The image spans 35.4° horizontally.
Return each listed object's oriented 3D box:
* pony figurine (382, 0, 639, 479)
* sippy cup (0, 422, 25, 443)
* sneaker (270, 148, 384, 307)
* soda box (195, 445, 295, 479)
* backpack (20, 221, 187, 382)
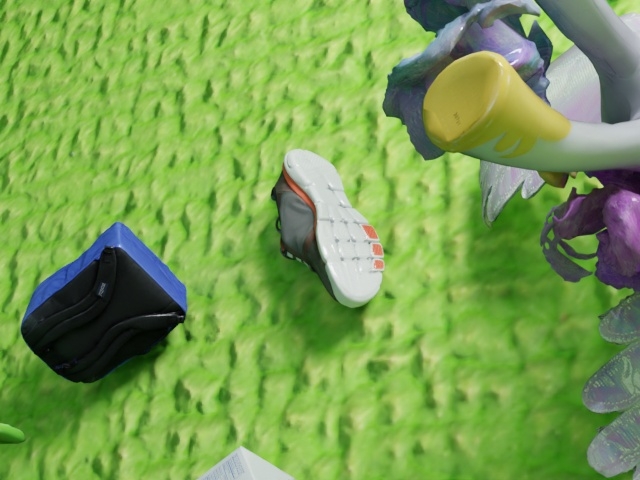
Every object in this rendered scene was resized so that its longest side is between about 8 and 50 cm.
[{"bbox_3d":[0.200,-0.070,0.531,0.351,0.363,0.303,-42,52,26],"label":"pony figurine"},{"bbox_3d":[-0.220,0.283,0.642,0.224,0.305,0.240,-17,9,12],"label":"sippy cup"},{"bbox_3d":[0.000,0.000,0.786,0.065,0.061,0.158,-53,39,32],"label":"sneaker"},{"bbox_3d":[-0.022,0.239,0.620,0.069,0.074,0.216,-37,47,8],"label":"soda box"},{"bbox_3d":[-0.181,0.056,0.837,0.120,0.098,0.101,-40,18,6],"label":"backpack"}]
